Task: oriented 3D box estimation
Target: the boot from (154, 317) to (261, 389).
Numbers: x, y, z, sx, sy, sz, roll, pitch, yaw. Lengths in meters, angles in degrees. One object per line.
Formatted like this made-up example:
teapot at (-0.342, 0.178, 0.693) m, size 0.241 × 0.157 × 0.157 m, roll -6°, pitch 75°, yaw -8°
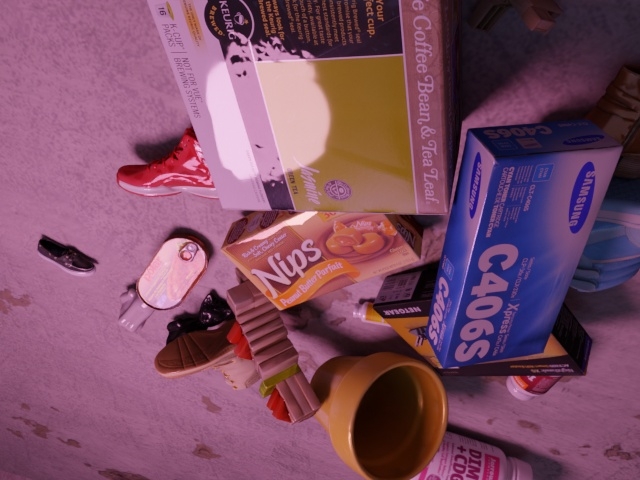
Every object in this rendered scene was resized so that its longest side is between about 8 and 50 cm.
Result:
boot at (-0.236, 0.283, 1.354) m, size 0.262 × 0.095 × 0.203 m, roll -22°, pitch 142°, yaw -20°

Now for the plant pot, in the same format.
plant pot at (0.101, 0.352, 1.258) m, size 0.254 × 0.254 × 0.239 m, roll 46°, pitch 162°, yaw -25°

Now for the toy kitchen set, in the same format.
toy kitchen set at (0.246, -0.271, 0.730) m, size 0.068 × 0.083 × 0.075 m, roll -6°, pitch 150°, yaw -36°

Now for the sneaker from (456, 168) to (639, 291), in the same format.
sneaker at (0.356, -0.013, 0.902) m, size 0.319 × 0.127 × 0.208 m, roll 11°, pitch 134°, yaw 10°

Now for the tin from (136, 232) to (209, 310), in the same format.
tin at (-0.309, 0.066, 1.232) m, size 0.106 × 0.040 × 0.189 m, roll 33°, pitch 111°, yaw -18°

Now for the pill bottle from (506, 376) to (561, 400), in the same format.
pill bottle at (0.430, 0.254, 1.165) m, size 0.086 × 0.086 × 0.152 m, roll 18°, pitch 136°, yaw 2°

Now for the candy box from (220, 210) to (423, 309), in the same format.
candy box at (0.000, 0.000, 1.053) m, size 0.317 × 0.087 × 0.183 m, roll -22°, pitch 123°, yaw 31°

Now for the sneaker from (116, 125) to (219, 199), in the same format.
sneaker at (-0.254, -0.147, 1.029) m, size 0.222 × 0.087 × 0.128 m, roll 2°, pitch 126°, yaw 1°

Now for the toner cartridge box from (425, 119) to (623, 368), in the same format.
toner cartridge box at (0.251, 0.018, 0.779) m, size 0.165 × 0.075 × 0.347 m, roll -7°, pitch 128°, yaw -12°

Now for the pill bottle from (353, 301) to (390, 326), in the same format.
pill bottle at (0.111, 0.150, 1.205) m, size 0.083 × 0.043 × 0.043 m, roll 9°, pitch 135°, yaw 11°

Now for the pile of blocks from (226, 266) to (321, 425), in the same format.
pile of blocks at (-0.125, 0.230, 1.223) m, size 0.362 × 0.113 × 0.149 m, roll 68°, pitch 158°, yaw -2°

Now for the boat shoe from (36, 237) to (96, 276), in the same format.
boat shoe at (-0.579, 0.038, 1.336) m, size 0.142 × 0.049 × 0.040 m, roll 23°, pitch 136°, yaw 0°

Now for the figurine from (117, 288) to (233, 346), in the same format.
figurine at (-0.334, 0.155, 1.349) m, size 0.215 × 0.092 × 0.209 m, roll 38°, pitch 125°, yaw -18°

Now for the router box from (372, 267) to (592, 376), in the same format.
router box at (0.287, 0.150, 1.071) m, size 0.309 × 0.081 × 0.243 m, roll -16°, pitch 127°, yaw 48°

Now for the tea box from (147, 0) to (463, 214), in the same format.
tea box at (0.010, -0.224, 0.745) m, size 0.324 × 0.219 × 0.328 m, roll 4°, pitch 135°, yaw 17°

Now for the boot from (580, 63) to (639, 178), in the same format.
boot at (0.373, -0.163, 0.788) m, size 0.197 × 0.072 × 0.152 m, roll 4°, pitch 137°, yaw -1°

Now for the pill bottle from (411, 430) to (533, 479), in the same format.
pill bottle at (0.359, 0.569, 1.449) m, size 0.283 × 0.160 × 0.160 m, roll 17°, pitch 136°, yaw 2°
